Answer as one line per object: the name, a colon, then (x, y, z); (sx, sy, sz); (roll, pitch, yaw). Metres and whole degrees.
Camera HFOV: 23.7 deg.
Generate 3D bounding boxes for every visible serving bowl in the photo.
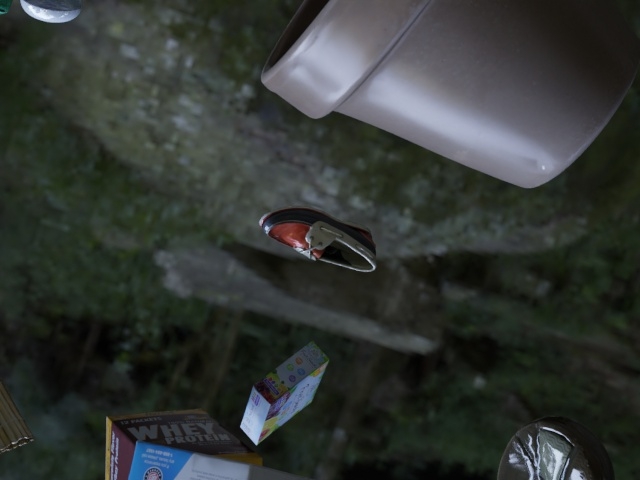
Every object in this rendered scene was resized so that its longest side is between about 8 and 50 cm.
serving bowl: (-0.363, -0.313, 2.052); (0.083, 0.027, 0.083); (9, -153, -5)

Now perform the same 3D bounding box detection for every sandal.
sandal: (0.128, 0.168, 0.885); (0.060, 0.219, 0.090); (-24, -123, -30)

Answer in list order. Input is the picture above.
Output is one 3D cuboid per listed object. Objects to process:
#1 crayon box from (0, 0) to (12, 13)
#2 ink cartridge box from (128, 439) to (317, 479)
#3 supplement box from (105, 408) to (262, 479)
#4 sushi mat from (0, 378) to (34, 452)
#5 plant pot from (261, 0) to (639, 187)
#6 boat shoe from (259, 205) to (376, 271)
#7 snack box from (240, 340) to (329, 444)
crayon box: (-0.390, -0.406, 1.824); (0.081, 0.279, 0.165); (20, 173, -27)
ink cartridge box: (-0.101, 0.341, 1.550); (0.171, 0.233, 0.168); (5, 168, 41)
supplement box: (-0.167, 0.320, 1.804); (0.129, 0.191, 0.194); (-2, -168, -25)
sushi mat: (-0.415, 0.100, 1.475); (0.316, 0.151, 0.019); (54, 159, 25)
plant pot: (0.119, -0.166, 1.192); (0.229, 0.263, 0.263); (35, -178, -10)
boat shoe: (0.000, 0.000, 1.557); (0.137, 0.049, 0.043); (15, -130, -34)
snack box: (-0.046, 0.194, 1.927); (0.037, 0.100, 0.141); (46, 154, 14)
